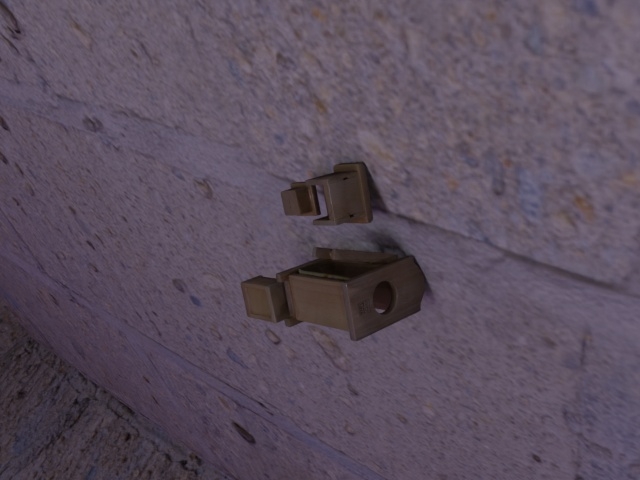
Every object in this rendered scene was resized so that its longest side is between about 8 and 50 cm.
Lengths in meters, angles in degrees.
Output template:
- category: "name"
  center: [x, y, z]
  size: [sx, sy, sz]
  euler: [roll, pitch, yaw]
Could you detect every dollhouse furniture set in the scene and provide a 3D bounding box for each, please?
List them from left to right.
- category: "dollhouse furniture set"
  center: [0.000, 0.000, 0.731]
  size: [0.182, 0.101, 0.160]
  euler: [4, 108, 50]
